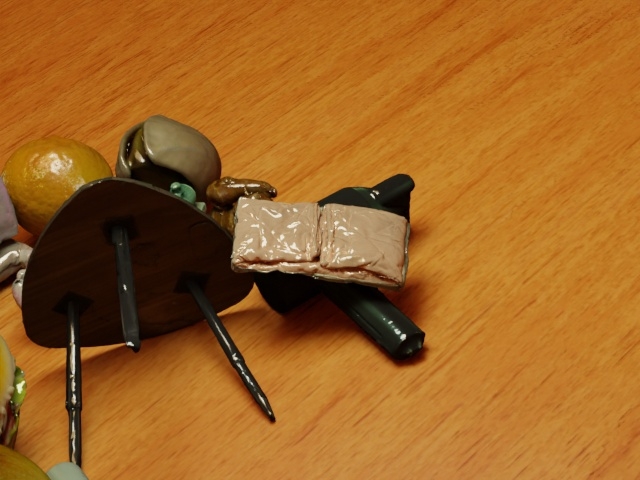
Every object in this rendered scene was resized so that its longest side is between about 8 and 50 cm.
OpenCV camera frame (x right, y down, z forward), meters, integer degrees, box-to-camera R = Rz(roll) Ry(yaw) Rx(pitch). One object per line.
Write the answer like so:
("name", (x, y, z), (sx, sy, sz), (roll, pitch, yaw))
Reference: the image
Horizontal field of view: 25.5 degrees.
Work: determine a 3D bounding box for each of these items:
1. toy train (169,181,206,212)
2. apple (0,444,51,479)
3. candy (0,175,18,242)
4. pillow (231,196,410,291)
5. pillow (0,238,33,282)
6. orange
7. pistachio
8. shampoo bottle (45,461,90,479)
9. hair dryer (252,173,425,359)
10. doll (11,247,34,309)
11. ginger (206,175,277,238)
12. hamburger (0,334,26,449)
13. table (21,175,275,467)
("toy train", (-0.214, 0.000, 2.022), (0.081, 0.125, 0.194), (0, 38, 16))
("apple", (-0.385, 0.341, 1.554), (0.237, 0.207, 0.237), (-29, 29, 18))
("candy", (-0.567, -0.071, 2.105), (0.185, 0.195, 0.137), (9, 35, 41))
("pillow", (0.000, 0.000, 1.825), (0.233, 0.043, 0.126), (6, 46, 2))
("pillow", (-0.575, 0.070, 2.126), (0.270, 0.067, 0.173), (-36, 33, -28))
("orange", (-0.405, -0.080, 2.177), (0.178, 0.177, 0.155), (-2, 60, 21))
("pistachio", (-0.228, -0.114, 2.132), (0.138, 0.153, 0.238), (-29, -4, 13))
("shampoo bottle", (-0.262, 0.325, 1.630), (0.056, 0.056, 0.195), (-30, 35, -20))
("hair dryer", (0.075, 0.043, 1.878), (0.244, 0.116, 0.302), (-29, 47, -19))
("doll", (-0.365, 0.056, 2.032), (0.149, 0.095, 0.192), (-7, 32, 2))
("ginger", (-0.104, -0.045, 2.063), (0.073, 0.103, 0.162), (-29, 38, -31))
("hamburger", (-0.505, 0.205, 1.738), (0.300, 0.176, 0.300), (0, 53, 0))
("table", (-0.225, 0.113, 1.752), (0.317, 0.317, 0.249), (-17, 48, -2))
